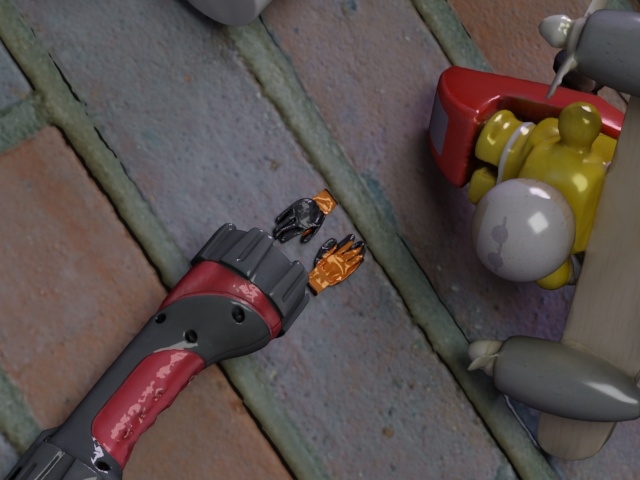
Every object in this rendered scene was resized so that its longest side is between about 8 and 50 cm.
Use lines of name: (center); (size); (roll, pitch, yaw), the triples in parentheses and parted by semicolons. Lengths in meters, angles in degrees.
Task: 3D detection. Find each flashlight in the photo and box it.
flashlight: (-0.128, 0.124, 1.279); (0.103, 0.103, 0.304); (44, 62, -13)

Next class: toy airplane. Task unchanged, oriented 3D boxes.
toy airplane: (0.252, -0.013, 1.333); (0.272, 0.384, 0.386); (-16, 86, -38)

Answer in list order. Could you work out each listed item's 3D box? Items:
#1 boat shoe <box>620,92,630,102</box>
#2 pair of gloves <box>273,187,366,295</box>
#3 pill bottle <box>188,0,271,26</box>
boat shoe: (0.364, -0.152, 1.603); (0.184, 0.066, 0.063); (44, 49, -7)
pair of gloves: (0.000, 0.000, 1.421); (0.074, 0.010, 0.083); (-36, 93, -28)
pill bottle: (-0.030, -0.311, 1.412); (0.136, 0.136, 0.246); (42, 64, -10)
